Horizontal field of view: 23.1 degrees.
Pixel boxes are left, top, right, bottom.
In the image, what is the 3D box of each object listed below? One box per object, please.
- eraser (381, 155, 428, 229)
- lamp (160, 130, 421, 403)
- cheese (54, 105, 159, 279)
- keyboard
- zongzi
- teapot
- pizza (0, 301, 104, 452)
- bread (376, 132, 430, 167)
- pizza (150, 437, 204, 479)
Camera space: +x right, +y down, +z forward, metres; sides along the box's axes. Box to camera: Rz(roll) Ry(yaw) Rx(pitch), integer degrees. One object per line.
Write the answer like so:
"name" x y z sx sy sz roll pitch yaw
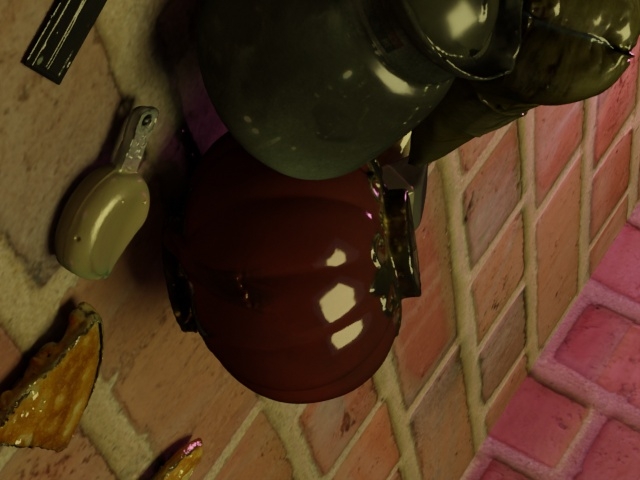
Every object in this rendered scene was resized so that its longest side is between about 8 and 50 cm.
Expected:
"eraser" 0.000 0.000 1.849 0.352 0.061 0.089 -27 141 -24
"lamp" -0.029 0.018 1.617 0.303 0.257 0.303 -9 90 -84
"cheese" -0.190 -0.044 1.469 0.171 0.047 0.092 -60 160 -5
"keyboard" -0.184 -0.224 1.305 0.198 0.010 0.063 -61 161 -1
"zongzi" 0.185 -0.165 1.602 0.356 0.174 0.393 -100 -153 -59
"teapot" 0.042 -0.231 1.398 0.285 0.305 0.223 -20 179 41
"pizza" -0.280 0.163 1.545 0.176 0.036 0.184 -39 152 -41
"bread" 0.079 -0.100 1.981 0.225 0.081 0.134 -58 154 -2
"pizza" -0.191 0.303 1.948 0.123 0.026 0.108 -39 153 -50
